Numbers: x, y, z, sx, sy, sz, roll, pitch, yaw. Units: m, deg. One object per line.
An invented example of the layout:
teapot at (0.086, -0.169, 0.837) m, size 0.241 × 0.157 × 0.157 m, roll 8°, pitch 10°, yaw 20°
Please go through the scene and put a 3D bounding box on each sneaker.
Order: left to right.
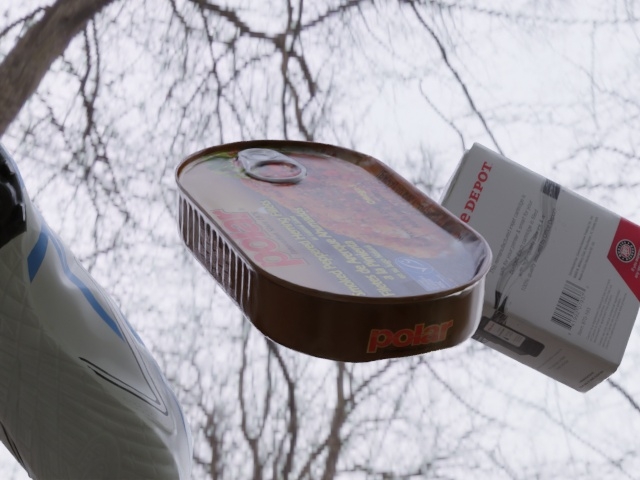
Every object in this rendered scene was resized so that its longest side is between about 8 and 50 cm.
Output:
sneaker at (-0.140, 0.033, 0.659) m, size 0.085 × 0.086 × 0.237 m, roll -30°, pitch -78°, yaw 0°

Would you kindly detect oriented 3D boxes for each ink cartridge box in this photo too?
ink cartridge box at (0.141, 0.019, 0.964) m, size 0.150 × 0.109 × 0.063 m, roll 27°, pitch -26°, yaw -1°

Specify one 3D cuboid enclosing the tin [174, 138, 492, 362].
tin at (0.000, 0.000, 0.631) m, size 0.106 × 0.190 × 0.040 m, roll -3°, pitch -67°, yaw -24°
